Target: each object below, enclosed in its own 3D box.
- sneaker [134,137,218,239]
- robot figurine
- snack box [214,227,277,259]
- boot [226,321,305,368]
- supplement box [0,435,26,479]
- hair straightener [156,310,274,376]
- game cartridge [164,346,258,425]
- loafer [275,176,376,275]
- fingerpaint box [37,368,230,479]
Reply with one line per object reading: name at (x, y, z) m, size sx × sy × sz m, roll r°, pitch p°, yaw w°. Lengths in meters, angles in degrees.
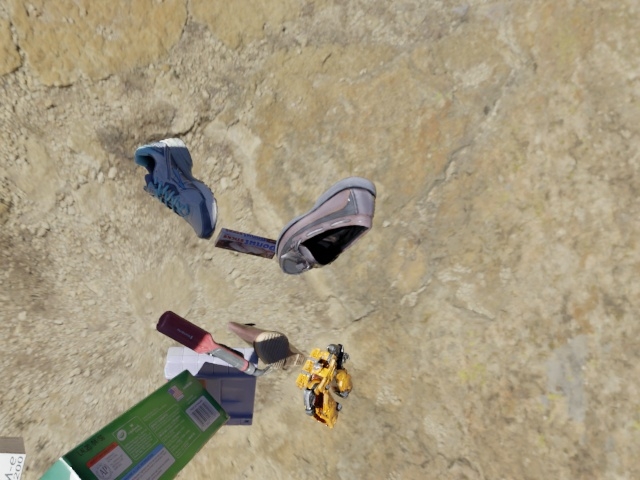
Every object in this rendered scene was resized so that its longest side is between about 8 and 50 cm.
sneaker at (-0.335, -0.108, 1.245) m, size 0.122 × 0.110 × 0.282 m, roll -15°, pitch 61°, yaw -40°
robot figurine at (0.012, 0.407, 1.529) m, size 0.085 × 0.291 × 0.211 m, roll 15°, pitch 59°, yaw 27°
snack box at (-0.208, 0.010, 1.566) m, size 0.179 × 0.064 × 0.022 m, roll 14°, pitch 40°, yaw -26°
boot at (-0.171, 0.263, 1.434) m, size 0.207 × 0.248 × 0.090 m, roll 18°, pitch 76°, yaw 28°
supplement box at (-0.385, 0.279, 0.664) m, size 0.036 × 0.098 × 0.062 m, roll 14°, pitch 78°, yaw -28°
hair straightener at (-0.192, 0.193, 1.011) m, size 0.231 × 0.089 × 0.047 m, roll 27°, pitch 80°, yaw -13°
game cartridge at (-0.287, 0.400, 1.454) m, size 0.231 × 0.354 × 0.068 m, roll -1°, pitch 47°, yaw -11°
loafer at (0.000, 0.000, 1.011) m, size 0.109 × 0.302 × 0.095 m, roll 13°, pitch 54°, yaw -27°
fingerpaint box at (-0.426, 0.482, 1.061) m, size 0.371 × 0.445 × 0.163 m, roll -44°, pitch 85°, yaw 12°
